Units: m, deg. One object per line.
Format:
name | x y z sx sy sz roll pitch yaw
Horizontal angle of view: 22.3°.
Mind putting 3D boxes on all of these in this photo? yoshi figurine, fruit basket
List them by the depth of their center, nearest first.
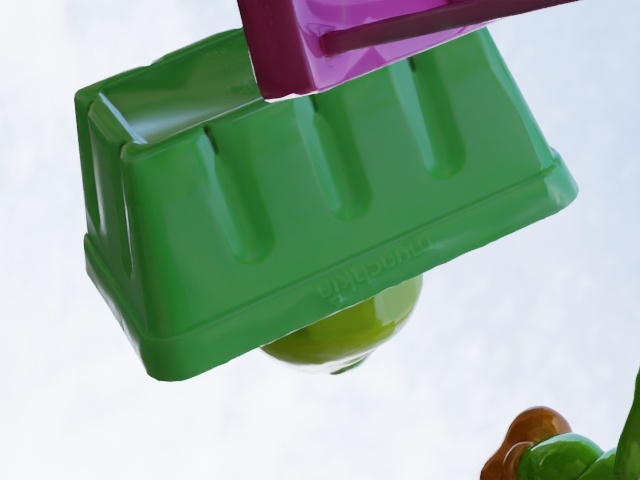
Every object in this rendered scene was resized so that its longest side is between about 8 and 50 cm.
yoshi figurine | 0.289 0.188 1.278 0.362 0.203 0.203 159 -59 -64
fruit basket | 0.000 0.000 1.331 0.392 0.392 0.283 -62 -149 12

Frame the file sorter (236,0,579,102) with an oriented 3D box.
file sorter | 0.111 -0.182 0.473 0.182 0.290 0.202 -6 -77 37
